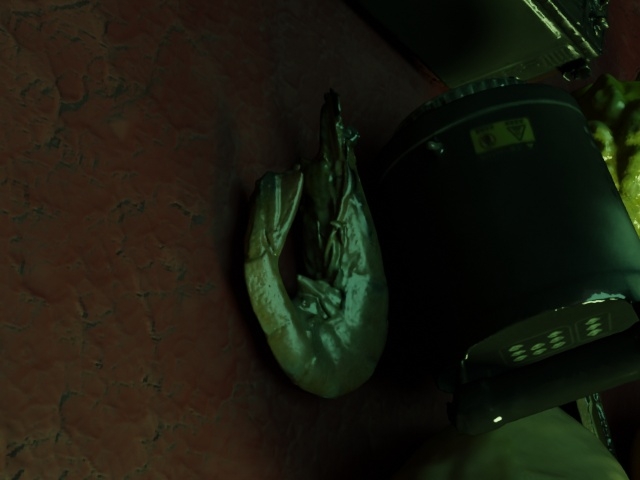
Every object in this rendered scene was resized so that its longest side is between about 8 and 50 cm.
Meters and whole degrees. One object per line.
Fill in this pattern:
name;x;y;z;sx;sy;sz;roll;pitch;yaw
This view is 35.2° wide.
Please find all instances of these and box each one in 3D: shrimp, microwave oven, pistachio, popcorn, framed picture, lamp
shrimp;-0.013;0.004;0.832;0.145;0.059;0.254;-12;92;-40
microwave oven;0.162;-0.279;1.009;0.247;0.188;0.178;35;55;-38
pistachio;0.169;0.247;0.854;0.332;0.208;0.226;14;78;-64
popcorn;0.406;-0.086;1.221;0.250;0.235;0.241;20;46;-5
framed picture;0.321;0.270;1.093;0.209;0.019;0.281;-18;92;-74
lamp;0.160;-0.007;0.874;0.374;0.205;0.272;10;58;-79

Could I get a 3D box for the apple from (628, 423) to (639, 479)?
apple;0.491;0.292;1.162;0.242;0.242;0.241;24;43;-42
